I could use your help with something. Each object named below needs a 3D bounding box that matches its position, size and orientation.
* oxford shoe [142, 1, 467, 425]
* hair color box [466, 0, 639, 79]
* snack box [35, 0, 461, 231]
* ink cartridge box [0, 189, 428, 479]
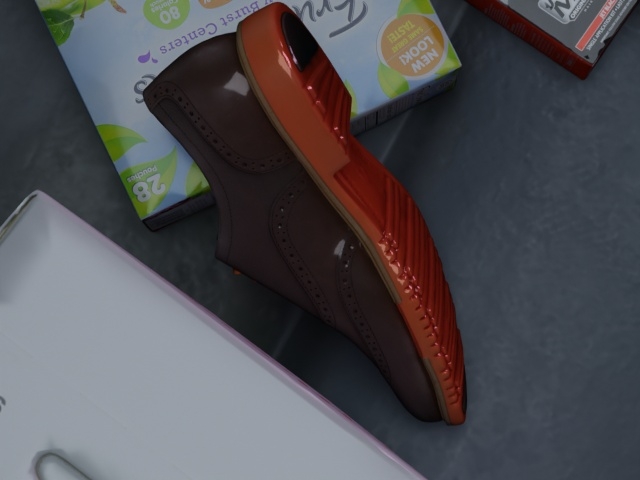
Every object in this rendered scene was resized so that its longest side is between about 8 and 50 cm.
[{"bbox_3d":[0.000,0.000,0.966,0.098,0.097,0.271,-24,112,16],"label":"oxford shoe"},{"bbox_3d":[0.121,-0.166,1.034,0.141,0.043,0.072,34,85,5],"label":"hair color box"},{"bbox_3d":[-0.047,-0.127,1.018,0.207,0.070,0.174,-25,84,-1],"label":"snack box"},{"bbox_3d":[-0.070,0.106,0.870,0.223,0.307,0.129,37,85,5],"label":"ink cartridge box"}]
